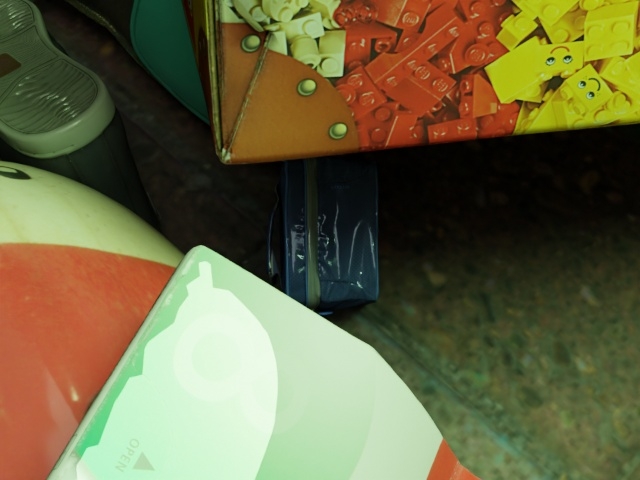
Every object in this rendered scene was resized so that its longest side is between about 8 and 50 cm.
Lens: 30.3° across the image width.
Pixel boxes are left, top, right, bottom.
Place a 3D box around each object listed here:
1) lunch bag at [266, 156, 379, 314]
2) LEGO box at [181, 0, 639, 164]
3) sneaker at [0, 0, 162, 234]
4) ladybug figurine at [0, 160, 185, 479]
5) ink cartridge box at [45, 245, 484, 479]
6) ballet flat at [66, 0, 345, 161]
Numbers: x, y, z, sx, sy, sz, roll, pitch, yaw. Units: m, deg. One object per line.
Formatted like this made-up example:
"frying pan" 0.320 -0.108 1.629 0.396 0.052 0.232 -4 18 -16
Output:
"lunch bag" 0.000 0.000 0.707 0.065 0.067 0.098 0 84 -3
"LEGO box" 0.089 -0.274 0.655 0.372 0.193 0.500 -6 39 -9
"sneaker" -0.178 -0.067 0.736 0.083 0.118 0.222 -31 41 -14
"ladybug figurine" -0.147 0.155 0.522 0.305 0.162 0.449 -17 69 -4
"ink cartridge box" 0.002 0.133 0.443 0.224 0.056 0.181 30 57 -4
"ballet flat" -0.102 -0.178 0.773 0.348 0.123 0.123 34 68 10
